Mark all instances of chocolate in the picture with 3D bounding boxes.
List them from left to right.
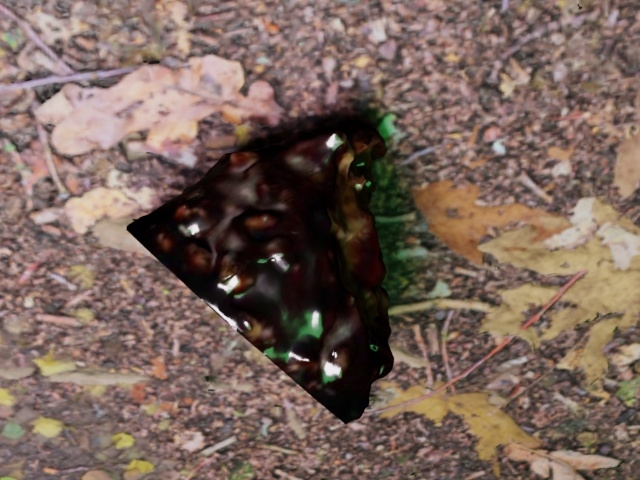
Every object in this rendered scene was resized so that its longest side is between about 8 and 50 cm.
[{"bbox_3d":[0.000,0.000,0.940,0.206,0.224,0.177,41,88,3],"label":"chocolate"}]
